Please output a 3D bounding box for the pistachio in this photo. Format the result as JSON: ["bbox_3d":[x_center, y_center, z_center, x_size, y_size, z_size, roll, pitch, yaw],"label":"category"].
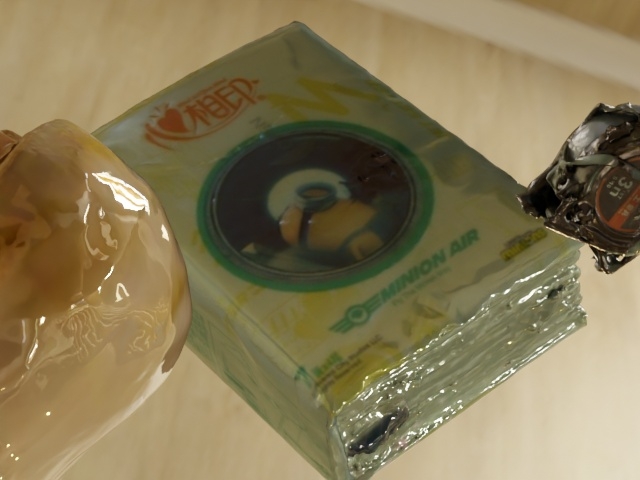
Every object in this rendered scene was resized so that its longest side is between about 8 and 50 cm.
[{"bbox_3d":[-0.190,0.042,1.043,0.230,0.230,0.309,29,-175,10],"label":"pistachio"}]

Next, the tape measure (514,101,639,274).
[{"bbox_3d":[0.174,-0.031,1.063,0.091,0.094,0.054,36,-161,-29],"label":"tape measure"}]

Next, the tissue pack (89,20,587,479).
[{"bbox_3d":[0.000,0.000,1.582,0.287,0.162,0.388,-32,-129,-24],"label":"tissue pack"}]
